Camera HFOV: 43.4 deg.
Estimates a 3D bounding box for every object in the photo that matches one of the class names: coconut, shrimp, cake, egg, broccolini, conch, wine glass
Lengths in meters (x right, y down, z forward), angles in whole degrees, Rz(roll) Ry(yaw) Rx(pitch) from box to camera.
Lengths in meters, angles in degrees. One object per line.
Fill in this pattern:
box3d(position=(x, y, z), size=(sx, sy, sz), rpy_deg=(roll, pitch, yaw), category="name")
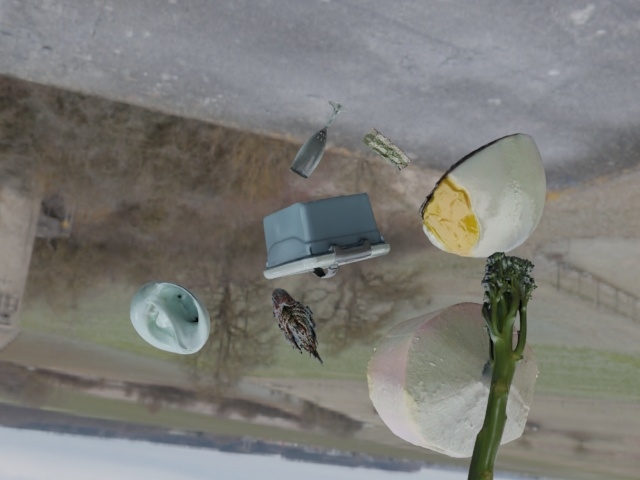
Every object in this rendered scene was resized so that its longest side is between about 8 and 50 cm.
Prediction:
box3d(position=(0.262, 0.271, 1.552), size=(0.297, 0.298, 0.309), rpy_deg=(10, 168, -16), category="coconut")
box3d(position=(-0.050, 0.211, 1.966), size=(0.090, 0.233, 0.079), rpy_deg=(-31, 157, -8), category="shrimp")
box3d(position=(0.176, -0.231, 2.079), size=(0.140, 0.051, 0.055), rpy_deg=(37, -169, -13), category="cake")
box3d(position=(0.405, -0.071, 1.867), size=(0.337, 0.201, 0.337), rpy_deg=(-26, 159, -11), category="egg")
box3d(position=(0.224, 0.194, 1.084), size=(0.078, 0.392, 0.074), rpy_deg=(12, 155, 14), category="broccolini")
box3d(position=(-0.336, 0.171, 1.853), size=(0.221, 0.121, 0.185), rpy_deg=(23, 131, 23), category="conch")
box3d(position=(-0.004, -0.248, 1.984), size=(0.066, 0.198, 0.066), rpy_deg=(30, 174, 4), category="wine glass")

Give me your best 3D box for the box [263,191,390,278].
box3d(position=(0.000, 0.000, 1.376), size=(0.162, 0.130, 0.227), rpy_deg=(-10, 176, -25), category="box")
